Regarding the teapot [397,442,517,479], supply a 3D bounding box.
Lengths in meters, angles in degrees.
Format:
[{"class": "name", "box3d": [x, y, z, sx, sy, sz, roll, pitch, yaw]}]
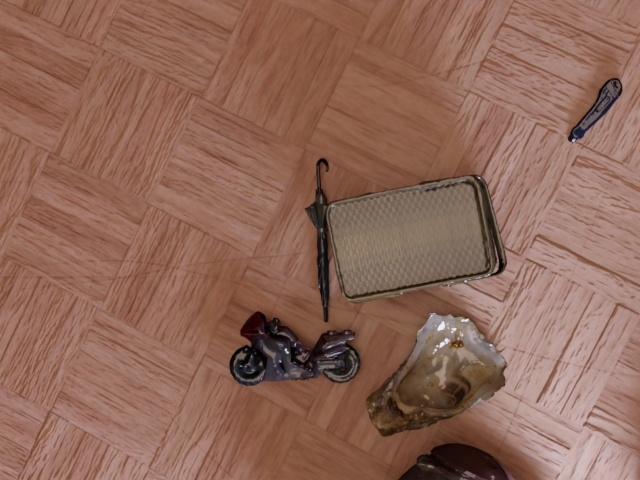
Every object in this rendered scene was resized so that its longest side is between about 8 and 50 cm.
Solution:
[{"class": "teapot", "box3d": [0.218, 0.478, 1.635, 0.315, 0.233, 0.312, 24, 89, -20]}]

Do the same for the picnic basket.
[{"class": "picnic basket", "box3d": [0.147, -0.002, 1.670, 0.267, 0.139, 0.165, -11, 88, 10]}]

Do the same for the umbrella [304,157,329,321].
[{"class": "umbrella", "box3d": [-0.004, 0.000, 1.748, 0.044, 0.044, 0.269, -1, 89, 40]}]

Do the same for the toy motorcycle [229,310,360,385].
[{"class": "toy motorcycle", "box3d": [-0.042, 0.173, 1.736, 0.213, 0.082, 0.122, -1, 100, 2]}]

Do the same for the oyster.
[{"class": "oyster", "box3d": [0.172, 0.225, 1.697, 0.233, 0.107, 0.161, -38, 78, -11]}]

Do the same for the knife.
[{"class": "knife", "box3d": [0.430, -0.203, 1.681, 0.031, 0.018, 0.121, 40, 97, 1]}]
